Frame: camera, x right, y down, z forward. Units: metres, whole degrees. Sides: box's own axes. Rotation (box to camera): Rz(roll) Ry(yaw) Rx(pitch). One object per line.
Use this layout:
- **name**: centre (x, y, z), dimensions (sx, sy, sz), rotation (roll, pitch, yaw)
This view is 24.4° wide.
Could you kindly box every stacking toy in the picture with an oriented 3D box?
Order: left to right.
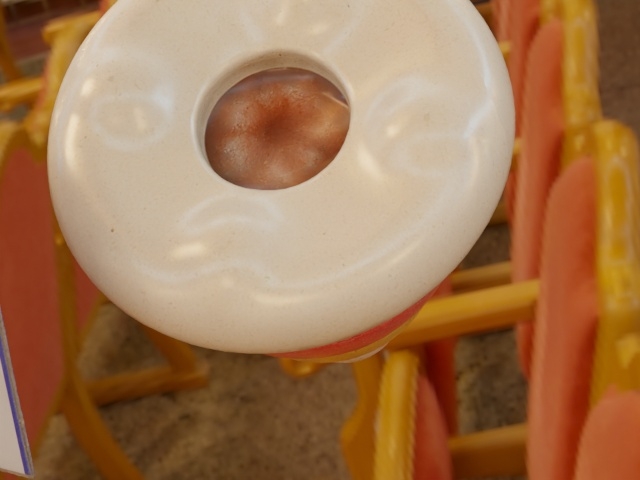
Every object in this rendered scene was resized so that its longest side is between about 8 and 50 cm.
- **stacking toy**: centre (0.000, 0.000, 1.263), dimensions (0.350, 0.480, 0.351), rotation (-4, 64, 9)

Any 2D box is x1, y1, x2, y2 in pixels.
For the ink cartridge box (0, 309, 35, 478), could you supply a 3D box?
- **ink cartridge box**: centre (-0.330, 0.005, 1.068), dimensions (0.307, 0.304, 0.072), rotation (4, 22, 29)
